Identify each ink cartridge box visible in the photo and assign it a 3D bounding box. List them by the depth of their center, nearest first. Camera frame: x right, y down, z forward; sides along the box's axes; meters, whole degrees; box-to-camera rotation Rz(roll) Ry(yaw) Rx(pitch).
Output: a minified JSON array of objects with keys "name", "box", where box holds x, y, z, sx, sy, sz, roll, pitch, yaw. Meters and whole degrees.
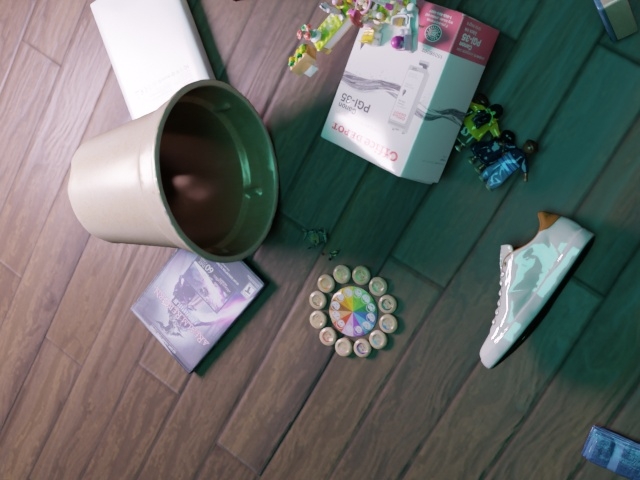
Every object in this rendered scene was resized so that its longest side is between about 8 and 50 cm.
[{"name":"ink cartridge box","box":[0.149,-0.265,1.397,0.207,0.117,0.283,32,108,37]}]

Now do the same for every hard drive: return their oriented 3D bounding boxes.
[{"name":"hard drive","box":[-0.336,-0.382,1.658,0.203,0.040,0.307,-21,87,23]}]

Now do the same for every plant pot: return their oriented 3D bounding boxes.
[{"name":"plant pot","box":[-0.300,-0.113,1.547,0.306,0.334,0.333,-6,94,34]}]

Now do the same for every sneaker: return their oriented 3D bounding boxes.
[{"name":"sneaker","box":[0.342,0.081,1.401,0.123,0.106,0.290,36,99,22]}]

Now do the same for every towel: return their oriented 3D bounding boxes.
[{"name":"towel","box":[0.515,0.369,1.392,0.119,0.029,0.067,22,105,19]}]

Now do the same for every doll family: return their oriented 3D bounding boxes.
[{"name":"doll family","box":[0.295,-0.176,1.403,0.111,0.076,0.193,-39,86,17]}]

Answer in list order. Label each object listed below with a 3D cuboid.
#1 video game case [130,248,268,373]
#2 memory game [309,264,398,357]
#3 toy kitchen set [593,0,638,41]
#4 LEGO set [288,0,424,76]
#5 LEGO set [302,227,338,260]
[{"name":"video game case","box":[-0.257,0.117,1.692,0.196,0.026,0.274,45,110,12]},{"name":"memory game","box":[0.061,0.137,1.566,0.186,0.012,0.186,3,98,22]},{"name":"toy kitchen set","box":[0.393,-0.413,1.327,0.166,0.122,0.207,-24,66,24]},{"name":"LEGO set","box":[0.031,-0.364,1.356,0.287,0.107,0.132,-1,86,43]},{"name":"LEGO set","box":[-0.001,0.002,1.575,0.054,0.023,0.083,-30,97,25]}]
